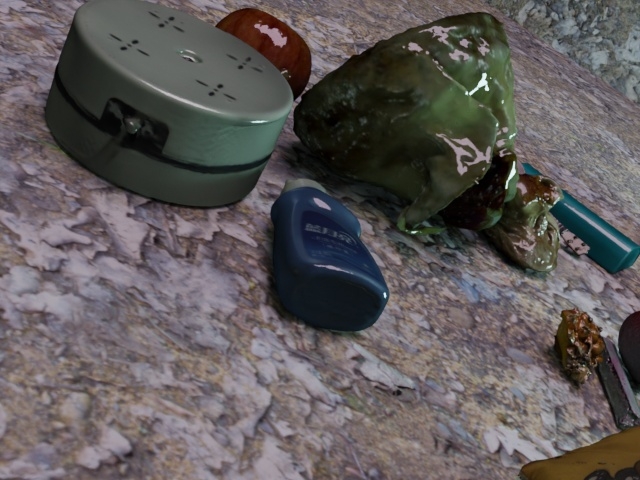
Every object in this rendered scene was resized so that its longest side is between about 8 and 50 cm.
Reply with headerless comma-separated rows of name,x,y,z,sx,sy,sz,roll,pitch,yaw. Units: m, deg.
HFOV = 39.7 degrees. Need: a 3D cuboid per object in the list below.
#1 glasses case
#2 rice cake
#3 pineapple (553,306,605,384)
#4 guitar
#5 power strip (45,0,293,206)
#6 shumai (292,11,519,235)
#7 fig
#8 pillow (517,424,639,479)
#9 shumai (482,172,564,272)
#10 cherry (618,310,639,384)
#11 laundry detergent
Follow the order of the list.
glasses case,0.521,-0.053,1.841,0.301,0.070,0.117,40,28,26
rice cake,0.442,0.212,1.325,0.033,0.033,0.208,32,26,-13
pineapple,0.378,0.167,1.323,0.114,0.077,0.114,52,37,-30
guitar,0.438,-0.063,1.787,0.084,0.038,0.271,-35,67,-12
power strip,-0.221,-0.200,1.286,0.357,0.161,0.357,22,28,-12
shumai,0.193,-0.168,1.511,0.395,0.395,0.348,-22,81,-57
fig,-0.115,-0.301,1.555,0.205,0.205,0.205,22,27,-12
pillow,0.424,0.316,0.974,0.312,0.119,0.310,-13,39,-18
shumai,0.374,-0.049,1.606,0.161,0.153,0.209,12,32,-16
cherry,0.508,0.147,1.366,0.188,0.115,0.148,49,38,-31
laundry detergent,0.000,0.000,1.212,0.143,0.094,0.290,14,30,-19
